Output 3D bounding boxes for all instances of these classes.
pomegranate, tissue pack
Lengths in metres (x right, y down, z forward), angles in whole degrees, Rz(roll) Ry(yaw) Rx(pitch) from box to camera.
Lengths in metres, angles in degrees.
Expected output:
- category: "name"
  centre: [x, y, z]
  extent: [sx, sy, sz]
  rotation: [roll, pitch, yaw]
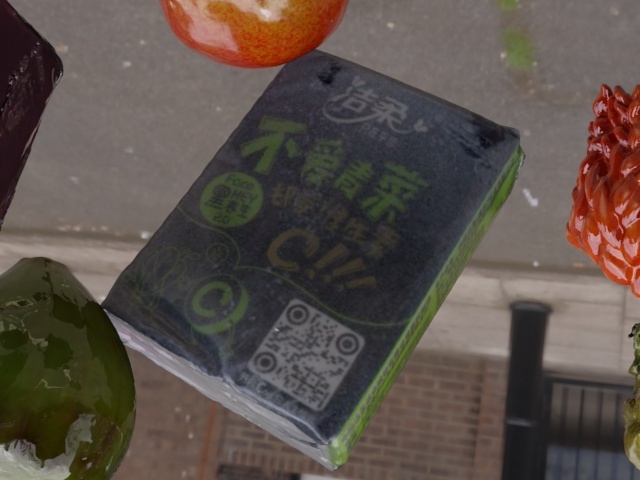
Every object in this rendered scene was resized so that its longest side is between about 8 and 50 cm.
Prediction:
- category: "pomegranate"
  centre: [-0.074, -0.302, 0.997]
  extent: [0.221, 0.221, 0.256]
  rotation: [10, 146, -4]
- category: "tissue pack"
  centre: [0.000, 0.000, 1.010]
  extent: [0.288, 0.394, 0.124]
  rotation: [27, 158, 17]

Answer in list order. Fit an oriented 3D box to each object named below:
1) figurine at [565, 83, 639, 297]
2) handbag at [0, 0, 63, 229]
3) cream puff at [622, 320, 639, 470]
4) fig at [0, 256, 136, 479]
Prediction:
- category: "figurine"
  centre: [0.543, -0.108, 1.351]
  extent: [0.412, 0.306, 0.241]
  rotation: [-20, -159, -4]
- category: "handbag"
  centre: [-0.248, -0.053, 0.585]
  extent: [0.074, 0.216, 0.203]
  rotation: [20, 177, 4]
- category: "cream puff"
  centre: [0.389, 0.116, 0.886]
  extent: [0.185, 0.282, 0.282]
  rotation: [49, 180, 21]
- category: "fig"
  centre: [-0.261, 0.138, 0.858]
  extent: [0.207, 0.230, 0.207]
  rotation: [30, 167, 7]
